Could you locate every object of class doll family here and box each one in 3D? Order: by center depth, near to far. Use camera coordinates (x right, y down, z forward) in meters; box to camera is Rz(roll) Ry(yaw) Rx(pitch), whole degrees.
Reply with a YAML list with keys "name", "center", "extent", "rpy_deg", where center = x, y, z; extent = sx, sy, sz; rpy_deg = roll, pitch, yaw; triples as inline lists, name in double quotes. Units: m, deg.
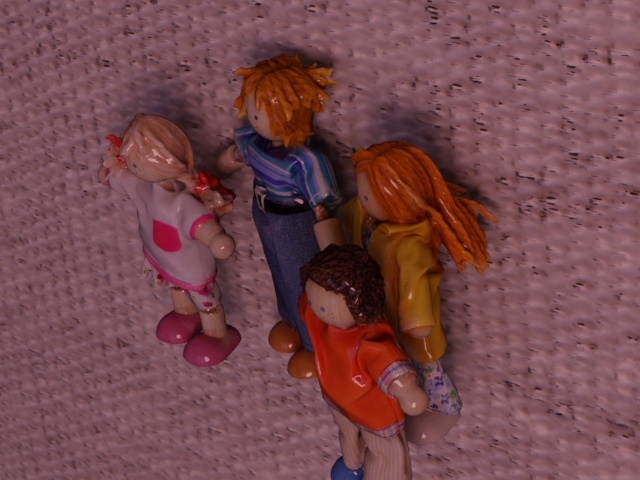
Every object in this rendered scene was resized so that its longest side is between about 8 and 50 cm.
- name: "doll family"
  center: [0.000, 0.000, 0.962]
  extent: [0.263, 0.118, 0.163]
  rpy_deg: [34, 142, 46]
